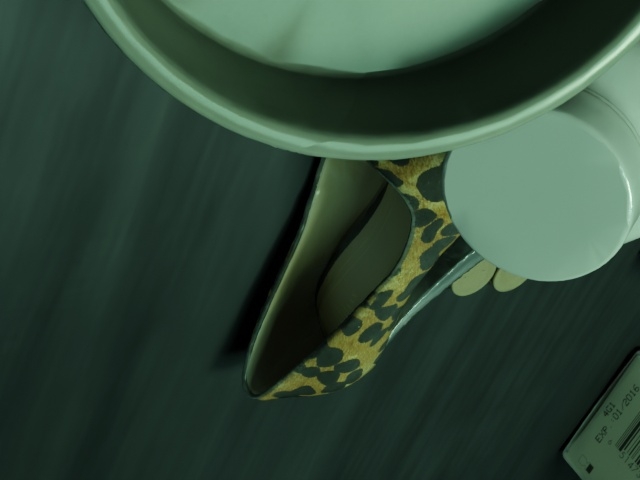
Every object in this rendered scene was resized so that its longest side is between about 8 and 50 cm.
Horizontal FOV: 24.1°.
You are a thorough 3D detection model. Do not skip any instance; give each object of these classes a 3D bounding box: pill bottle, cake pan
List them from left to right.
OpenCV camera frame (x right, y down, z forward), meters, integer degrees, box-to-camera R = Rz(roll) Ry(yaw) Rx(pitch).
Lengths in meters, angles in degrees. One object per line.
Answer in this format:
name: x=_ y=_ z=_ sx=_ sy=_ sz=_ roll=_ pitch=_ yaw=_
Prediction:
cake pan: x=0.029 y=-0.176 z=0.599 sx=0.293 sy=0.054 sz=0.293 roll=-5 pitch=116 yaw=-11
pill bottle: x=0.141 y=-0.072 z=0.763 sx=0.221 sy=0.124 sz=0.124 roll=-51 pitch=164 yaw=-52

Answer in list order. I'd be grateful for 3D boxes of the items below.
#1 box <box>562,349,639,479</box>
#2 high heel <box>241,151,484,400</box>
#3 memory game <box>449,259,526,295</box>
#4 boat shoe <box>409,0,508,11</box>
box: x=0.349 y=0.183 z=1.276 sx=0.232 sy=0.149 sz=0.127 roll=3 pitch=126 yaw=-44
high heel: x=0.000 y=0.000 z=0.826 sx=0.186 sy=0.093 sz=0.261 roll=-38 pitch=147 yaw=0
memory game: x=0.143 y=-0.036 z=0.977 sx=0.186 sy=0.012 sz=0.186 roll=-24 pitch=141 yaw=-21
boat shoe: x=0.143 y=-0.200 z=0.734 sx=0.341 sy=0.121 sz=0.110 roll=-22 pitch=107 yaw=-10
